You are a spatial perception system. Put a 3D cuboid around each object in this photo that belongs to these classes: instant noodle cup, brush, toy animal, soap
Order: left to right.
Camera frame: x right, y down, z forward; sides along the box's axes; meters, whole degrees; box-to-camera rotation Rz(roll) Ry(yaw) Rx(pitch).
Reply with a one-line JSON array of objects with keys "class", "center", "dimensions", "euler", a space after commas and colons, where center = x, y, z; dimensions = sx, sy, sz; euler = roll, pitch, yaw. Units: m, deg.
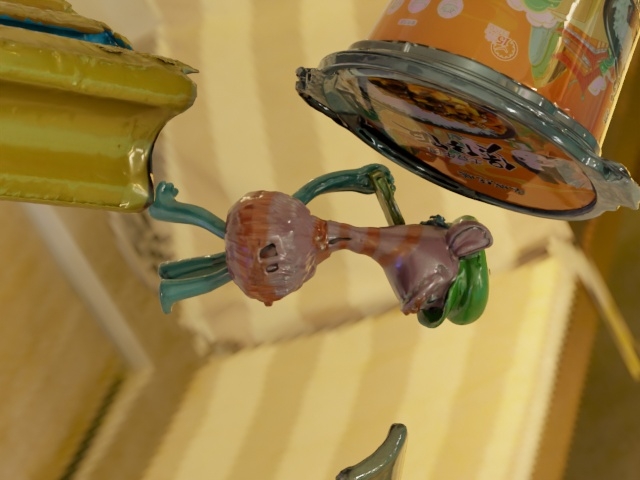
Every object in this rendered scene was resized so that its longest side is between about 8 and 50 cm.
[{"class": "soap", "center": [-0.243, -0.100, 1.045], "dimensions": [0.204, 0.096, 0.324], "euler": [32, 16, 36]}, {"class": "toy animal", "center": [0.000, 0.000, 1.198], "dimensions": [0.208, 0.100, 0.103], "euler": [0, 57, 3]}, {"class": "brush", "center": [0.029, 0.199, 1.188], "dimensions": [0.048, 0.282, 0.054], "euler": [40, 63, 22]}, {"class": "instant noodle cup", "center": [0.102, -0.105, 1.104], "dimensions": [0.177, 0.208, 0.125], "euler": [82, -147, -73]}]
